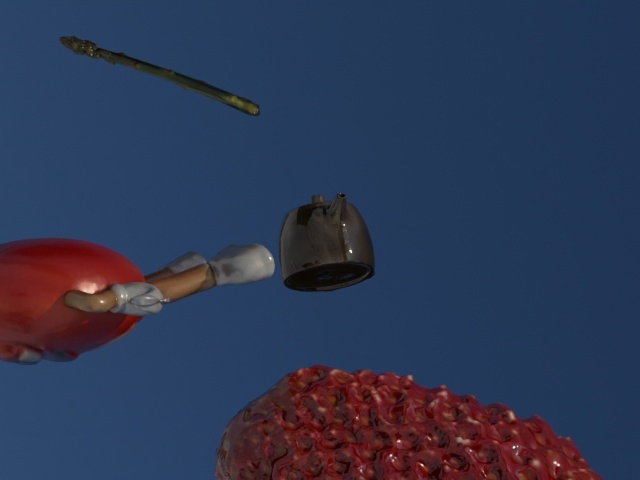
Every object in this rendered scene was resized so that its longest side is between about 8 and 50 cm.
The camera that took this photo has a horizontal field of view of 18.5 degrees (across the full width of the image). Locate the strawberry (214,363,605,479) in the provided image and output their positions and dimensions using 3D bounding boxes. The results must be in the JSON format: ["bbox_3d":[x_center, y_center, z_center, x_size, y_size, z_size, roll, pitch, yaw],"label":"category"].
[{"bbox_3d":[0.062,0.260,1.690,0.351,0.267,0.312,31,-51,-4],"label":"strawberry"}]

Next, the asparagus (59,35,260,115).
[{"bbox_3d":[-0.122,-0.127,1.503,0.166,0.016,0.013,21,-43,5],"label":"asparagus"}]

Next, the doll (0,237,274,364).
[{"bbox_3d":[-0.159,0.038,1.326,0.183,0.217,0.085,-6,-90,61],"label":"doll"}]

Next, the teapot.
[{"bbox_3d":[0.000,0.000,1.560,0.121,0.076,0.068,131,-46,-63],"label":"teapot"}]
